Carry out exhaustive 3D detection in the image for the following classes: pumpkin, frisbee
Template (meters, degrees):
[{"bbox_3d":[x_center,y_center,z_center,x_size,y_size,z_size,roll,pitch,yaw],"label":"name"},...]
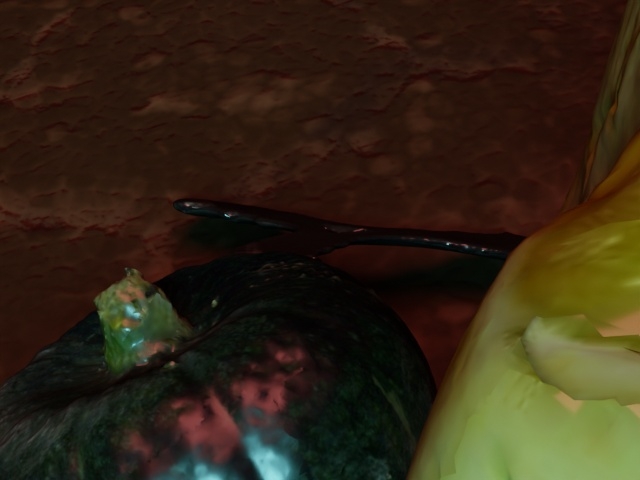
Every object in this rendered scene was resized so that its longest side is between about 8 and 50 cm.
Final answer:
[{"bbox_3d":[-0.051,0.084,0.711,0.212,0.152,0.211,-23,29,13],"label":"pumpkin"},{"bbox_3d":[0.000,0.000,0.865,0.211,0.012,0.187,9,9,21],"label":"frisbee"}]

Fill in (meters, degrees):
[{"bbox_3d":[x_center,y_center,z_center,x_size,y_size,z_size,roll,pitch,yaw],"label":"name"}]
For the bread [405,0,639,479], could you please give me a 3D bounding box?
[{"bbox_3d":[0.174,0.062,0.562,0.250,0.394,0.361,21,42,9],"label":"bread"}]
